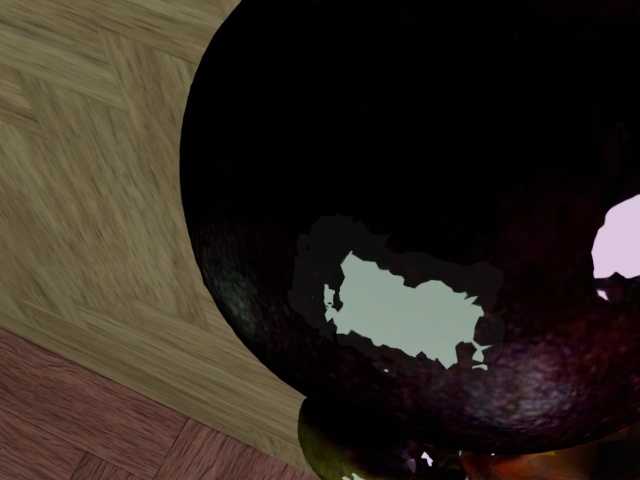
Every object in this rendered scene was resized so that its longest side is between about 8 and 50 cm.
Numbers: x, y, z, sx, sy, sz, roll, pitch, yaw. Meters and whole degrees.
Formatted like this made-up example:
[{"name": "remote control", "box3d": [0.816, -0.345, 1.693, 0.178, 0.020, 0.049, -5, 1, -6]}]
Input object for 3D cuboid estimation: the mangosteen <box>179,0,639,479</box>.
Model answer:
[{"name": "mangosteen", "box3d": [0.089, 0.003, 0.747, 0.382, 0.435, 0.382, 7, -164, -2]}]
